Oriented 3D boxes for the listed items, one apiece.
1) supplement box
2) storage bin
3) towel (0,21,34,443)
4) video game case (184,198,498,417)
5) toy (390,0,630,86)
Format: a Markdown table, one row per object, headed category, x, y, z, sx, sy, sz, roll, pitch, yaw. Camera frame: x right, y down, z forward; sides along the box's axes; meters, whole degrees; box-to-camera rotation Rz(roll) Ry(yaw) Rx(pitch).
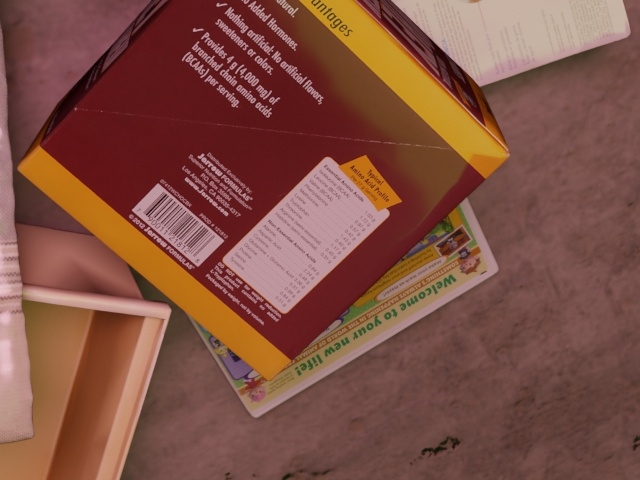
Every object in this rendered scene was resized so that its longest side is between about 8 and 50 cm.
| category | x | y | z | sx | sy | sz | roll | pitch | yaw |
| --- | --- | --- | --- | --- | --- | --- | --- | --- | --- |
| supplement box | -0.031 | -0.067 | 0.746 | 0.191 | 0.129 | 0.194 | 42 | 106 | -15 |
| storage bin | -0.263 | 0.111 | 0.795 | 0.262 | 0.123 | 0.260 | 10 | 111 | -24 |
| towel | -0.308 | -0.027 | 0.628 | 0.324 | 0.056 | 0.312 | -8 | 89 | -26 |
| video game case | 0.000 | 0.000 | 0.894 | 0.212 | 0.023 | 0.193 | -31 | 121 | -4 |
| toy | 0.062 | -0.158 | 0.811 | 0.237 | 0.056 | 0.137 | -18 | 110 | 6 |
